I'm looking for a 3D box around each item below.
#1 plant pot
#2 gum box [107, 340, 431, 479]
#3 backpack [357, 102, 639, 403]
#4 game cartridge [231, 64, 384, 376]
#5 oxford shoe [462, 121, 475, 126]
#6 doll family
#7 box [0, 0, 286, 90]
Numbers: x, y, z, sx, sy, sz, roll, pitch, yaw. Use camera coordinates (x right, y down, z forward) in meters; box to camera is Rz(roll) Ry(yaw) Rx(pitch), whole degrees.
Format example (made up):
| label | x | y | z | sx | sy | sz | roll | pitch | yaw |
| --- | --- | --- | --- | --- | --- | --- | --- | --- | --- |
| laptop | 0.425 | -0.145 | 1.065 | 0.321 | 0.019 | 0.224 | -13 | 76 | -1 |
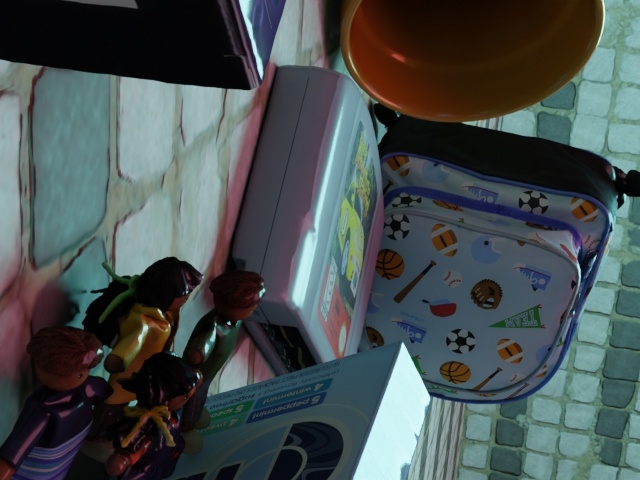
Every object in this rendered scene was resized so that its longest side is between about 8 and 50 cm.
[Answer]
| label | x | y | z | sx | sy | sz | roll | pitch | yaw |
| --- | --- | --- | --- | --- | --- | --- | --- | --- | --- |
| plant pot | 0.114 | -0.233 | 0.977 | 0.205 | 0.205 | 0.188 | 81 | 5 | -55 |
| gum box | -0.041 | 0.129 | 0.548 | 0.041 | 0.157 | 0.184 | 63 | 26 | -19 |
| backpack | 0.148 | 0.034 | 1.164 | 0.213 | 0.276 | 0.263 | -59 | 162 | -50 |
| game cartridge | 0.000 | 0.000 | 0.906 | 0.294 | 0.060 | 0.196 | 69 | 28 | -67 |
| oxford shoe | 0.211 | -0.247 | 1.485 | 0.140 | 0.146 | 0.397 | 83 | 20 | -55 |
| doll family | -0.080 | 0.063 | 0.504 | 0.193 | 0.076 | 0.111 | -69 | -177 | -62 |
| box | -0.056 | -0.176 | 0.368 | 0.153 | 0.108 | 0.207 | 73 | 29 | -63 |
